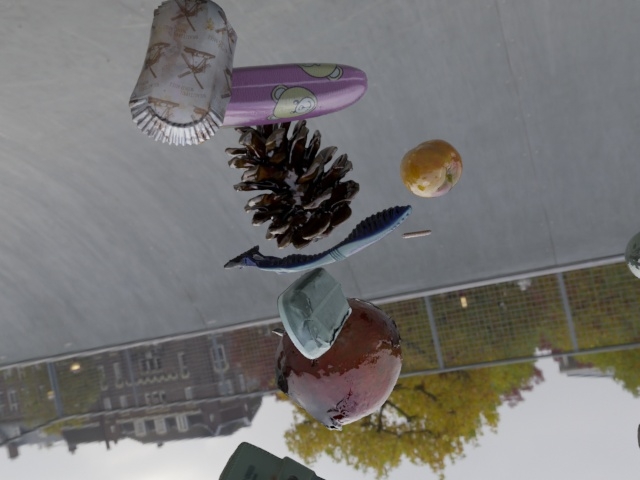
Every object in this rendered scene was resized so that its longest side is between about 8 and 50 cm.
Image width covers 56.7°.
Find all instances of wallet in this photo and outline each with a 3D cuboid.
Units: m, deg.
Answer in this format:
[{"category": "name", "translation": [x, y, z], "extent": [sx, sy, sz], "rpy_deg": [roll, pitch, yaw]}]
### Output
[{"category": "wallet", "translation": [-0.101, 0.683, 1.543], "extent": [0.360, 0.083, 0.252], "rpy_deg": [25, -144, 3]}]

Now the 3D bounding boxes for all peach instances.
[{"category": "peach", "translation": [0.244, -0.159, 1.332], "extent": [0.138, 0.138, 0.138], "rpy_deg": [-12, 179, 0]}]

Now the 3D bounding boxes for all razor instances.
[{"category": "razor", "translation": [0.001, 0.004, 0.447], "extent": [0.155, 0.028, 0.044], "rpy_deg": [-16, -171, 28]}]

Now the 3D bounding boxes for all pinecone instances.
[{"category": "pinecone", "translation": [-0.054, -0.123, 1.187], "extent": [0.244, 0.309, 0.244], "rpy_deg": [-31, -153, 18]}]

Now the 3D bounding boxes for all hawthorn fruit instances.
[{"category": "hawthorn fruit", "translation": [0.039, 0.280, 1.370], "extent": [0.316, 0.315, 0.316], "rpy_deg": [-12, 179, 0]}]

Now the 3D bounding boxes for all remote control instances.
[{"category": "remote control", "translation": [-0.005, 0.102, 0.895], "extent": [0.052, 0.104, 0.247], "rpy_deg": [-30, -178, 13]}]

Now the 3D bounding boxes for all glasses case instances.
[{"category": "glasses case", "translation": [-0.085, -0.207, 0.853], "extent": [0.317, 0.075, 0.123], "rpy_deg": [-10, -178, -19]}]

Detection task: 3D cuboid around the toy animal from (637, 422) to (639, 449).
[{"category": "toy animal", "translation": [0.620, 0.308, 1.011], "extent": [0.284, 0.224, 0.302], "rpy_deg": [6, -169, -1]}]

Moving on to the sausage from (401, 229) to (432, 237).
[{"category": "sausage", "translation": [0.272, -0.018, 1.679], "extent": [0.100, 0.015, 0.015], "rpy_deg": [-8, 177, -21]}]

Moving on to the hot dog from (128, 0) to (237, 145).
[{"category": "hot dog", "translation": [-0.154, -0.199, 0.692], "extent": [0.108, 0.191, 0.059], "rpy_deg": [12, 161, -14]}]

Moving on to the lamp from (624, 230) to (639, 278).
[{"category": "lamp", "translation": [0.633, 0.027, 1.123], "extent": [0.105, 0.105, 0.105], "rpy_deg": [-12, 179, 0]}]
